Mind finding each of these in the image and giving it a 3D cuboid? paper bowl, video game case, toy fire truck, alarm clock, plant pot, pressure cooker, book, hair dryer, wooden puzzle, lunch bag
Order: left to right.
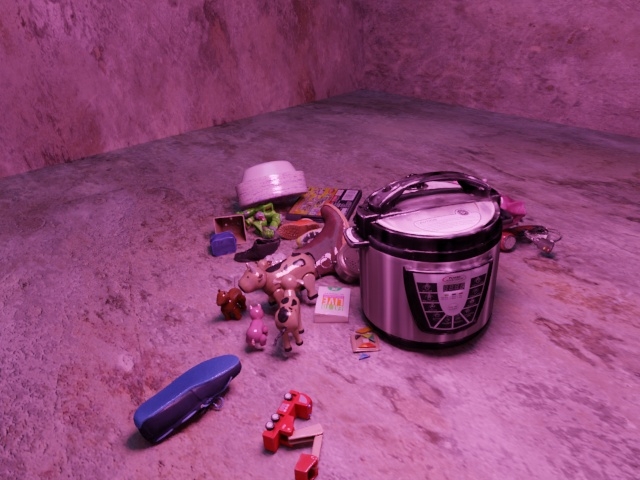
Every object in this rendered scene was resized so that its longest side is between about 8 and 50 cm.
[{"bbox_3d":[-0.344,0.007,1.786,0.099,0.067,0.065,-12,30,-13],"label":"lunch bag"},{"bbox_3d":[-0.332,-0.050,1.859,0.109,0.109,0.096,-7,18,-4],"label":"plant pot"},{"bbox_3d":[-0.200,-0.228,2.004,0.284,0.148,0.284,-14,-1,0],"label":"paper bowl"},{"bbox_3d":[-0.044,0.401,1.038,0.135,0.047,0.192,9,30,22],"label":"toy fire truck"},{"bbox_3d":[0.020,-0.147,2.057,0.248,0.035,0.275,5,31,17],"label":"video game case"},{"bbox_3d":[0.037,0.185,1.449,0.096,0.035,0.144,2,27,4],"label":"book"},{"bbox_3d":[0.092,0.066,1.556,0.192,0.064,0.129,-2,63,-12],"label":"alarm clock"},{"bbox_3d":[0.117,0.264,1.305,0.079,0.014,0.116,-9,29,-8],"label":"wooden puzzle"},{"bbox_3d":[0.274,0.022,1.306,0.376,0.420,0.370,16,33,31],"label":"pressure cooker"},{"bbox_3d":[0.658,-0.016,1.717,0.294,0.080,0.224,18,20,24],"label":"hair dryer"}]

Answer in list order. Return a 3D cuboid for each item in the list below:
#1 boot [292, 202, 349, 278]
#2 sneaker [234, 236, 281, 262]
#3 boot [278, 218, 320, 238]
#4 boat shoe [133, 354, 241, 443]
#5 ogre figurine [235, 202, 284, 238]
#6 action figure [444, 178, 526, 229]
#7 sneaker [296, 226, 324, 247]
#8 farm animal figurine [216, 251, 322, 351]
[{"bbox_3d":[0.000,0.000,1.646,0.207,0.090,0.248,-20,65,-20],"label":"boot"},{"bbox_3d":[-0.217,0.029,1.705,0.170,0.089,0.051,3,29,13],"label":"sneaker"},{"bbox_3d":[-0.087,-0.048,1.870,0.158,0.059,0.084,-5,24,-19],"label":"boot"},{"bbox_3d":[-0.291,0.352,1.130,0.258,0.089,0.109,-27,22,-27],"label":"boat shoe"},{"bbox_3d":[-0.221,-0.082,1.909,0.118,0.096,0.197,-38,30,-29],"label":"ogre figurine"},{"bbox_3d":[0.459,-0.131,1.545,0.370,0.248,0.275,12,49,-34],"label":"action figure"},{"bbox_3d":[0.005,-0.012,1.769,0.209,0.081,0.094,-8,0,-33],"label":"sneaker"},{"bbox_3d":[-0.126,0.130,1.377,0.330,0.172,0.327,12,35,40],"label":"farm animal figurine"}]
